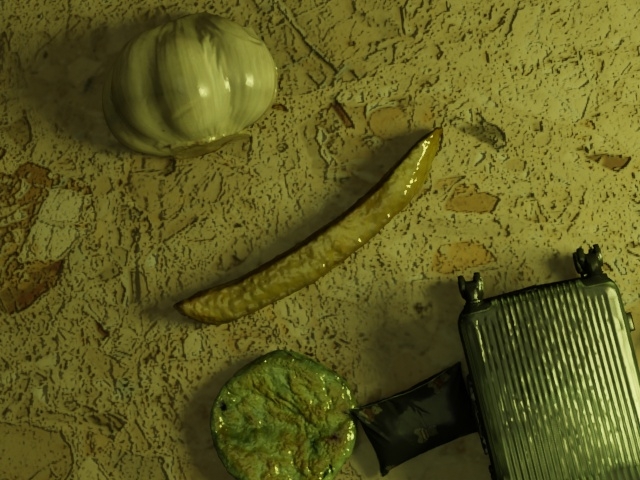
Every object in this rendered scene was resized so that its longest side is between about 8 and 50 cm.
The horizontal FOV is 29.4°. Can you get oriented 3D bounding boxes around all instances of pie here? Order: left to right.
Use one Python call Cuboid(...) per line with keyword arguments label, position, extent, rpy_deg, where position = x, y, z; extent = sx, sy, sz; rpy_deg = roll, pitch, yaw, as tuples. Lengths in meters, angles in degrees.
Cuboid(label="pie", position=(-0.044, 0.228, 1.510), extent=(0.186, 0.041, 0.187), rpy_deg=(-1, 85, 9))

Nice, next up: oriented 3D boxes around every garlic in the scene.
Cuboid(label="garlic", position=(-0.176, -0.197, 1.516), extent=(0.229, 0.143, 0.178), rpy_deg=(-20, 85, 16))

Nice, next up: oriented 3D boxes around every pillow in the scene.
Cuboid(label="pillow", position=(0.121, 0.217, 1.481), extent=(0.150, 0.048, 0.090), rpy_deg=(-24, 79, 4))

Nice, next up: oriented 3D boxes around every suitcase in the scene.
Cuboid(label="suitcase", position=(0.275, 0.175, 1.418), extent=(0.202, 0.128, 0.312), rpy_deg=(-13, 85, 6))

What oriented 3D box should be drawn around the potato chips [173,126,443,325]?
Cuboid(label="potato chips", position=(0.000, 0.000, 1.512), extent=(0.407, 0.057, 0.080), rpy_deg=(-35, 85, 5))
